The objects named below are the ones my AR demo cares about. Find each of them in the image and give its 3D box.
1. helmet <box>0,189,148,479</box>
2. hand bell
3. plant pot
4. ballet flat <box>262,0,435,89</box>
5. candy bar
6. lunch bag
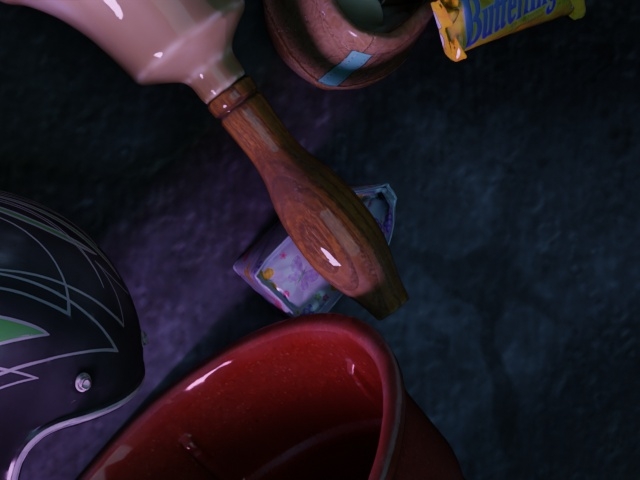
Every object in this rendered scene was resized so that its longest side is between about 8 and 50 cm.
[{"bbox_3d":[-0.173,0.051,0.794,0.169,0.169,0.161,30,103,-16],"label":"helmet"},{"bbox_3d":[-0.038,-0.061,0.818,0.126,0.126,0.242,-37,92,-10],"label":"hand bell"},{"bbox_3d":[0.016,0.223,0.823,0.272,0.272,0.265,-48,113,-7],"label":"plant pot"},{"bbox_3d":[0.046,-0.244,0.851,0.116,0.124,0.342,14,90,-16],"label":"ballet flat"},{"bbox_3d":[0.100,-0.124,0.887,0.161,0.018,0.040,-26,108,-54],"label":"candy bar"},{"bbox_3d":[0.000,0.000,0.885,0.083,0.071,0.053,-43,100,-7],"label":"lunch bag"}]
